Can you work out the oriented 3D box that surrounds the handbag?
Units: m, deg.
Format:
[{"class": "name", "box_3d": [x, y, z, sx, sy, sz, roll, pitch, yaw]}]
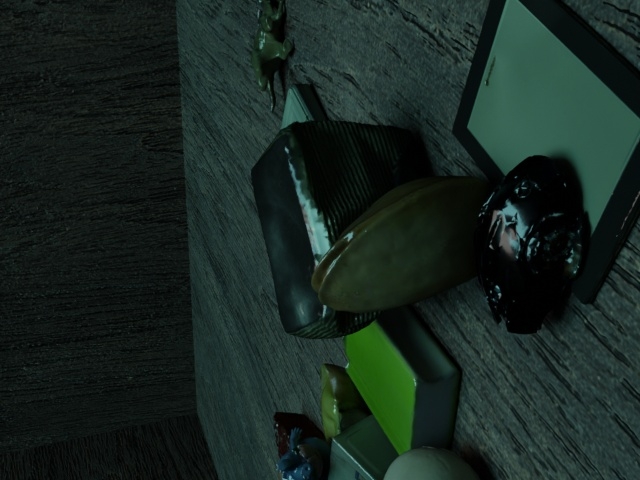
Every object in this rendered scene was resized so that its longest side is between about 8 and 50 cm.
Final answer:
[{"class": "handbag", "box_3d": [0.046, -0.021, 1.264, 0.247, 0.240, 0.341, 142, 118, -67]}]

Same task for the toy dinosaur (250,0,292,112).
[{"class": "toy dinosaur", "box_3d": [-0.118, -0.455, 1.828, 0.162, 0.077, 0.294, -175, 91, -75]}]

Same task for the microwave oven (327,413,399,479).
[{"class": "microwave oven", "box_3d": [0.105, 0.441, 1.432, 0.163, 0.129, 0.205, 40, 138, 37]}]

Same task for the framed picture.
[{"class": "framed picture", "box_3d": [0.263, -0.134, 0.919, 0.265, 0.016, 0.347, 99, 154, -42]}]

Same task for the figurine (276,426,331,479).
[{"class": "figurine", "box_3d": [-0.040, 0.438, 1.473, 0.145, 0.114, 0.178, -61, -17, -7]}]

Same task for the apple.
[{"class": "apple", "box_3d": [0.057, 0.344, 1.575, 0.193, 0.119, 0.265, -112, 14, -50]}]

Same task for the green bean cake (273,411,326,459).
[{"class": "green bean cake", "box_3d": [-0.044, 0.537, 1.996, 0.232, 0.097, 0.199, 156, 105, -71]}]

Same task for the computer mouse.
[{"class": "computer mouse", "box_3d": [0.233, 0.009, 0.931, 0.146, 0.077, 0.242, -122, 29, -53]}]

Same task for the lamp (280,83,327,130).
[{"class": "lamp", "box_3d": [-0.026, -0.163, 1.710, 0.269, 0.047, 0.267, 105, 147, -48]}]

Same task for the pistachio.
[{"class": "pistachio", "box_3d": [0.112, 0.007, 1.057, 0.163, 0.260, 0.213, 52, 156, 38]}]

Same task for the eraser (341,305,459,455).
[{"class": "eraser", "box_3d": [0.131, 0.228, 1.357, 0.274, 0.092, 0.210, -129, 35, -55]}]

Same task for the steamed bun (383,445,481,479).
[{"class": "steamed bun", "box_3d": [0.169, 0.436, 1.197, 0.177, 0.130, 0.228, -2, 105, 45]}]
